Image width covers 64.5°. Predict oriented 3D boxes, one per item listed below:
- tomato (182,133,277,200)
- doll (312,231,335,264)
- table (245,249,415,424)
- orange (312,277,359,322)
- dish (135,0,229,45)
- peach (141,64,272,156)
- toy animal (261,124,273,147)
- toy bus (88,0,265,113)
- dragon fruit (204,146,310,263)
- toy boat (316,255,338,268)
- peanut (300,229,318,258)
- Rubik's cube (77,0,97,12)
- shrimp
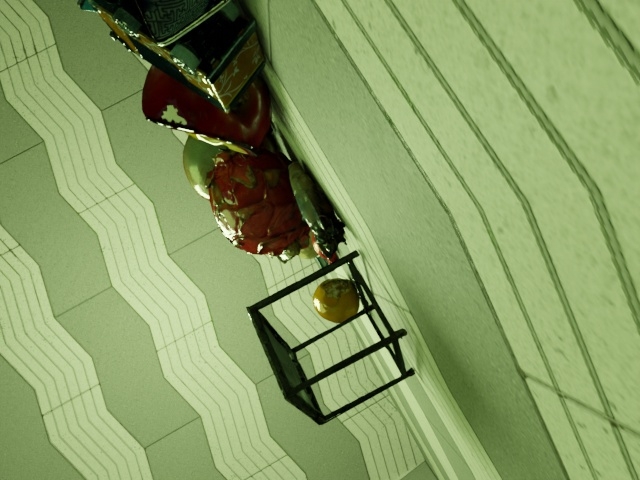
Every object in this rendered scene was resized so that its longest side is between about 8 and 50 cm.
[{"bbox_3d":[-0.285,-0.271,1.594,0.304,0.303,0.239,58,177,33],"label":"tomato"},{"bbox_3d":[0.000,0.000,1.527,0.169,0.057,0.109,59,177,17],"label":"doll"},{"bbox_3d":[0.039,0.237,1.168,0.222,0.272,0.335,60,177,30],"label":"table"},{"bbox_3d":[0.053,0.186,1.610,0.155,0.154,0.134,-127,50,-61],"label":"orange"},{"bbox_3d":[-0.212,-0.434,0.734,0.080,0.181,0.243,-41,-69,-49],"label":"dish"},{"bbox_3d":[-0.251,-0.323,1.126,0.257,0.201,0.361,13,-173,-35],"label":"peach"},{"bbox_3d":[-0.239,-0.347,1.338,0.298,0.185,0.122,32,-169,-34],"label":"toy animal"},{"bbox_3d":[-0.243,-0.362,0.891,0.275,0.139,0.167,34,173,11],"label":"toy bus"},{"bbox_3d":[-0.157,-0.098,1.355,0.343,0.277,0.277,59,176,-4],"label":"dragon fruit"},{"bbox_3d":[0.021,0.060,1.669,0.069,0.058,0.173,60,176,6],"label":"toy boat"},{"bbox_3d":[-0.081,-0.064,1.724,0.275,0.111,0.125,60,172,4],"label":"peanut"},{"bbox_3d":[-0.307,-0.544,0.993,0.228,0.233,0.229,17,106,29],"label":"Rubik's cube"},{"bbox_3d":[-0.004,-0.053,1.169,0.289,0.075,0.178,57,-178,35],"label":"shrimp"}]
